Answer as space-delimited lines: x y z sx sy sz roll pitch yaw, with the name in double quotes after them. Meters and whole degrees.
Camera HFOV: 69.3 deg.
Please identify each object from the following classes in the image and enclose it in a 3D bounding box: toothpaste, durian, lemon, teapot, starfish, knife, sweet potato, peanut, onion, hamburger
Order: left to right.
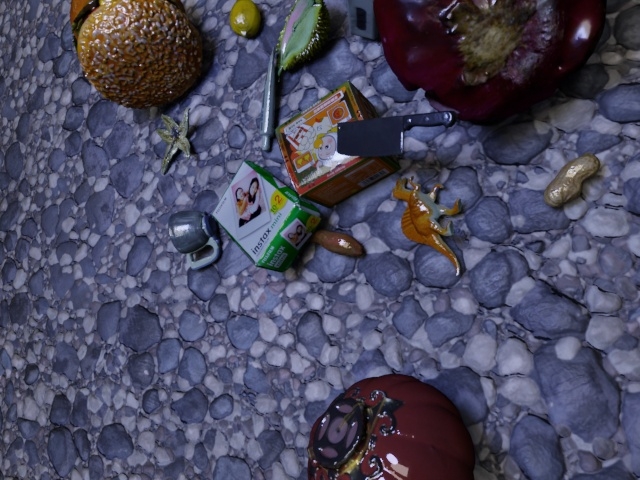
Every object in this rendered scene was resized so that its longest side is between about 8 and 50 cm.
-0.491 -0.532 1.250 0.330 0.330 0.250 -32 70 21 "hamburger"
-0.415 -0.285 1.321 0.217 0.050 0.223 -56 50 17 "starfish"
-0.321 -0.012 1.192 0.108 0.111 0.149 -14 69 12 "teapot"
-0.200 -0.588 1.232 0.082 0.082 0.110 -6 79 28 "lemon"
-0.129 -0.352 1.167 0.037 0.067 0.255 5 91 -8 "toothpaste"
-0.037 -0.496 1.117 0.221 0.095 0.137 -40 41 42 "durian"
0.000 0.000 1.046 0.214 0.050 0.050 10 87 34 "sweet potato"
0.127 -0.189 0.832 0.245 0.019 0.072 4 96 41 "knife"
0.275 -0.431 0.833 0.398 0.398 0.420 -44 20 16 "onion"
0.440 -0.105 0.813 0.054 0.054 0.113 45 104 27 "peanut"

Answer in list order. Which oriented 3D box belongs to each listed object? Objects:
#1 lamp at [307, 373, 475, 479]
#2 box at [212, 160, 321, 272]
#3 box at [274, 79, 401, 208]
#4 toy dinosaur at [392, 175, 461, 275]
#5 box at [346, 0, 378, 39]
0.113 0.379 0.793 0.303 0.257 0.303 -39 27 24 "lamp"
-0.128 -0.058 1.071 0.250 0.103 0.180 41 103 40 "box"
0.036 -0.200 0.998 0.195 0.148 0.177 -27 71 23 "box"
0.207 -0.035 0.930 0.142 0.057 0.212 -5 78 40 "toy dinosaur"
0.132 -0.635 0.893 0.090 0.367 0.373 18 91 5 "box"
